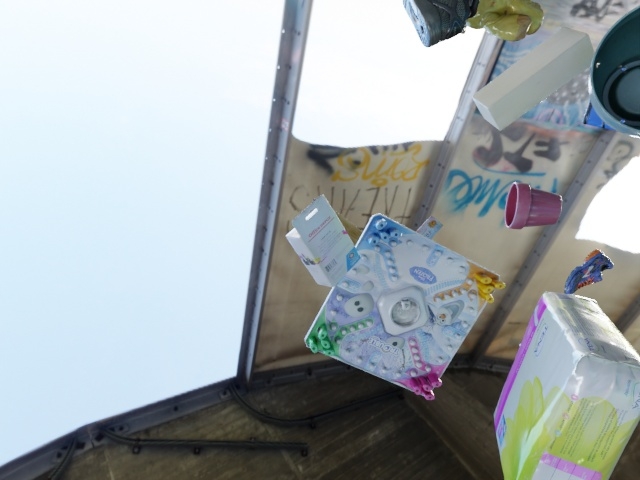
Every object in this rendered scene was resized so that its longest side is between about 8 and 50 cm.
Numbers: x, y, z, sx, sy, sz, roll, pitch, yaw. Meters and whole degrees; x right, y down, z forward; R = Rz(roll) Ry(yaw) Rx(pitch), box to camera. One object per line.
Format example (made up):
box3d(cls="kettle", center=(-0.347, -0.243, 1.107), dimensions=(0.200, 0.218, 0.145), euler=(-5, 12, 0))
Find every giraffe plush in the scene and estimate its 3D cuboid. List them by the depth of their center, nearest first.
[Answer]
box3d(cls="giraffe plush", center=(0.401, -0.564, 0.900), dimensions=(0.211, 0.170, 0.181), euler=(13, -134, 13))

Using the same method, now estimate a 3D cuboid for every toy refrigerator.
box3d(cls="toy refrigerator", center=(0.554, -0.418, 1.064), dimensions=(0.094, 0.270, 0.102), euler=(42, -160, -32))

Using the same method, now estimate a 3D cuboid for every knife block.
box3d(cls="knife block", center=(0.065, -0.063, 1.708), dimensions=(0.276, 0.088, 0.241), euler=(-9, -102, -32))

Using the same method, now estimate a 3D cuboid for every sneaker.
box3d(cls="sneaker", center=(0.244, -0.511, 0.840), dimensions=(0.131, 0.087, 0.227), euler=(-17, -112, 0))
box3d(cls="sneaker", center=(0.986, 0.129, 1.496), dimensions=(0.221, 0.083, 0.087), euler=(-46, -129, -2))

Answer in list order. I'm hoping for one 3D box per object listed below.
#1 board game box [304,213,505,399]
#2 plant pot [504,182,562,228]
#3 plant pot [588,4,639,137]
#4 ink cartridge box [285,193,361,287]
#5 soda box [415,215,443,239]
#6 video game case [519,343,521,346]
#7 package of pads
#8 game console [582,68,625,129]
box3d(cls="board game box", center=(0.217, 0.186, 1.037), dimensions=(0.390, 0.389, 0.050), euler=(26, -171, -12))
box3d(cls="plant pot", center=(0.904, -0.140, 1.726), dimensions=(0.181, 0.201, 0.201), euler=(7, -149, 11))
box3d(cls="plant pot", center=(0.761, -0.363, 0.919), dimensions=(0.293, 0.292, 0.196), euler=(26, -169, 20))
box3d(cls="ink cartridge box", center=(0.000, 0.000, 0.886), dimensions=(0.104, 0.181, 0.062), euler=(-44, -153, -25))
box3d(cls="soda box", center=(0.352, -0.002, 1.441), dimensions=(0.058, 0.063, 0.183), euler=(43, -105, 9))
box3d(cls="video game case", center=(0.737, 0.371, 1.257), dimensions=(0.023, 0.201, 0.183), euler=(-1, -124, -26))
box3d(cls="package of pads", center=(0.363, 0.253, 0.624), dimensions=(0.101, 0.296, 0.229), euler=(14, -161, 12))
box3d(cls="game console", center=(1.087, -0.568, 1.468), dimensions=(0.174, 0.292, 0.250), euler=(-13, -149, -22))
